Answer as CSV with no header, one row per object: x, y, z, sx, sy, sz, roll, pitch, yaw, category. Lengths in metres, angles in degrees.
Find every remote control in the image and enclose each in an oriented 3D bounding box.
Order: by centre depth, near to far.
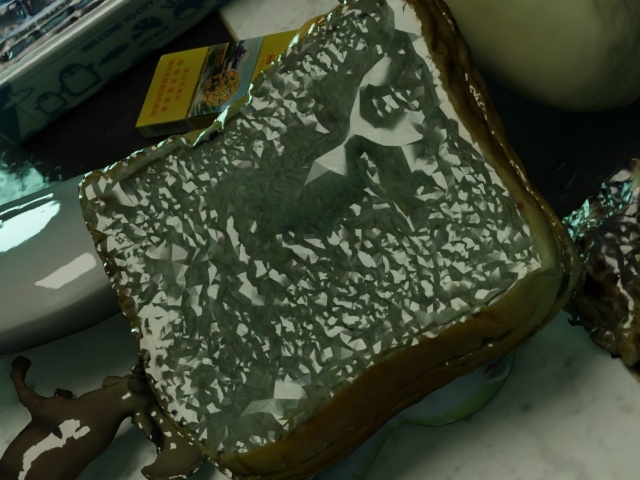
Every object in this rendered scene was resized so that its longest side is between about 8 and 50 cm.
-0.247,0.027,1.480,0.332,0.103,0.221,-20,23,22,remote control

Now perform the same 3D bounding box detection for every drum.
0.029,0.118,1.267,0.253,0.049,0.130,-43,44,1,drum

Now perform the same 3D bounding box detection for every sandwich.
0.000,0.000,1.225,0.301,0.099,0.271,-34,62,15,sandwich

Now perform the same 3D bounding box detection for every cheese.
0.148,-0.235,1.399,0.328,0.129,0.351,38,36,16,cheese

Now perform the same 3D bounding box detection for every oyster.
0.202,0.016,1.232,0.103,0.051,0.148,-32,52,19,oyster

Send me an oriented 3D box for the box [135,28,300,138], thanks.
-0.084,-0.137,1.585,0.155,0.023,0.087,-7,48,30,box

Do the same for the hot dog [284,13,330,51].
-0.018,-0.049,1.354,0.100,0.068,0.249,30,110,44,hot dog

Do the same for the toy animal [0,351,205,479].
-0.176,0.147,1.367,0.214,0.094,0.186,-51,34,-13,toy animal

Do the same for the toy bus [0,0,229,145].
-0.211,-0.224,1.678,0.297,0.106,0.131,-33,59,7,toy bus
